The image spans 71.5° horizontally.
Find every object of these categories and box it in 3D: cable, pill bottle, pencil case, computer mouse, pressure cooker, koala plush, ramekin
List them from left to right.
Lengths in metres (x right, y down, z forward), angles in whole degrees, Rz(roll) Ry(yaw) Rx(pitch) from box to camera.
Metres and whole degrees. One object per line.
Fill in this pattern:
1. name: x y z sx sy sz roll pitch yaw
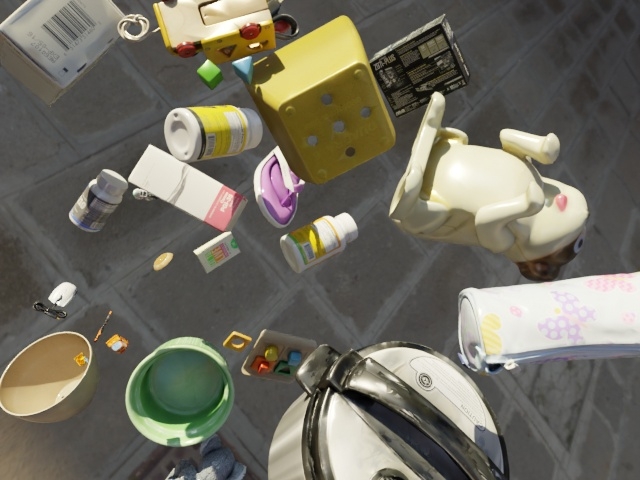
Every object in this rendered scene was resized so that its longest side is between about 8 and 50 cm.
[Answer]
1. computer mouse: -0.919 0.199 1.574 0.106 0.042 0.193 31 21 -19
2. pill bottle: -0.514 -0.093 1.036 0.078 0.137 0.078 39 16 -14
3. ramekin: -0.413 0.443 1.351 0.303 0.148 0.304 -1 95 -10
4. koala plush: -0.353 0.734 1.376 0.221 0.203 0.196 -41 76 -11
5. pill bottle: -0.242 -0.253 1.039 0.208 0.119 0.119 -24 85 -49
6. cable: -0.155 -0.510 1.085 0.139 0.072 0.287 46 55 -16
7. pill bottle: 0.000 0.000 1.510 0.245 0.136 0.137 -26 87 -21
8. pressure cooker: 0.120 0.392 0.801 0.369 0.420 0.376 7 55 -17
9. pencil case: 0.322 0.109 0.591 0.272 0.124 0.114 -6 108 0

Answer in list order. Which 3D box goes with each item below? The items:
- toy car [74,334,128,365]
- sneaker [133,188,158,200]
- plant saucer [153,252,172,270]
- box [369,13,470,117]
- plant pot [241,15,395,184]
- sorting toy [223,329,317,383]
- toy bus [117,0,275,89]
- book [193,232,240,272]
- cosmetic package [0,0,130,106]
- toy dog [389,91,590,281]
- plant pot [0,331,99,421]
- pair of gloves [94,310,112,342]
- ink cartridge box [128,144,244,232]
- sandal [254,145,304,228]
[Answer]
1. toy car: -0.540 0.286 1.115 0.122 0.060 0.040 -32 57 -28
2. sneaker: -0.614 -0.166 1.590 0.098 0.069 0.038 0 87 -72
3. plant saucer: -0.564 0.071 1.584 0.015 0.083 0.083 54 50 -32
4. box: 0.224 -0.388 1.006 0.147 0.180 0.078 55 38 -22
5. plant pot: 0.011 -0.215 0.737 0.212 0.212 0.187 61 4 -31
6. sorting toy: -0.128 0.366 1.352 0.347 0.196 0.047 17 32 -19
7. toy bus: -0.169 -0.330 0.700 0.202 0.104 0.191 27 82 1
8. book: -0.369 0.042 1.602 0.144 0.035 0.096 -35 130 -20
9. cosmetic package: -0.461 -0.343 0.787 0.113 0.309 0.160 47 71 -32
10. toy dog: 0.368 -0.062 0.974 0.407 0.396 0.285 20 56 6
11. plant pot: -0.847 0.471 1.454 0.283 0.191 0.284 -5 45 5
12. pair of gloves: -0.649 0.259 1.332 0.010 0.074 0.083 29 101 -19
13. ink cartridge box: -0.359 -0.138 1.252 0.282 0.207 0.117 29 89 -7
14. sandal: -0.097 -0.210 1.352 0.169 0.102 0.417 44 35 -27
